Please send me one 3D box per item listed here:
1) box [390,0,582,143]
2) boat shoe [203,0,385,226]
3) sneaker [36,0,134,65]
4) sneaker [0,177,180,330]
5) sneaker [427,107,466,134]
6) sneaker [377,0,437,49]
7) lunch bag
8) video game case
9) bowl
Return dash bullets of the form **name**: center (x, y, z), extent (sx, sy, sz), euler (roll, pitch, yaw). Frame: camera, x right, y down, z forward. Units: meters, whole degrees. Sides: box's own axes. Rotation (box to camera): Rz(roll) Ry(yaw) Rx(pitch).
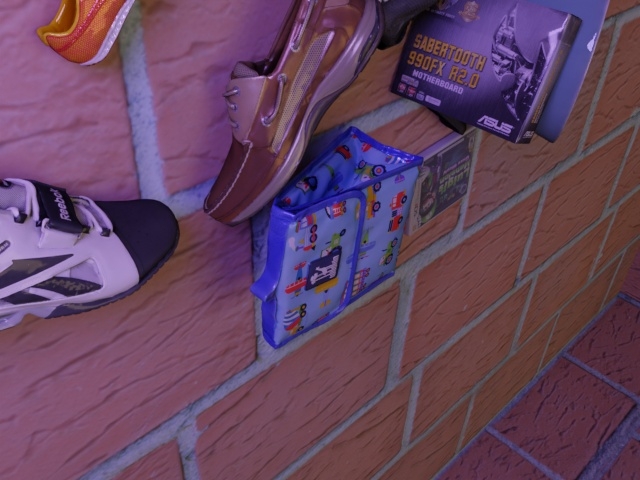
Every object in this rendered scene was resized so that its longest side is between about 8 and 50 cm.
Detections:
- **box**: center (0.232, -0.266, 0.934), extent (0.056, 0.231, 0.183), euler (-11, 126, -50)
- **boat shoe**: center (-0.059, -0.172, 0.771), extent (0.120, 0.122, 0.324), euler (29, 104, -24)
- **sneaker**: center (-0.194, -0.243, 0.572), extent (0.067, 0.064, 0.175), euler (24, 95, -46)
- **sneaker**: center (-0.277, -0.005, 0.608), extent (0.331, 0.122, 0.146), euler (-23, 136, -41)
- **sneaker**: center (0.233, -0.252, 1.110), extent (0.170, 0.051, 0.089), euler (24, 103, -53)
- **sneaker**: center (0.100, -0.319, 0.870), extent (0.234, 0.078, 0.106), euler (-27, 140, -31)
- **lunch bag**: center (0.000, 0.000, 0.901), extent (0.293, 0.138, 0.220), euler (-36, 145, -45)
- **video game case**: center (0.233, -0.119, 1.246), extent (0.190, 0.022, 0.173), euler (-34, 140, -31)
- **bowl**: center (0.344, -0.328, 1.032), extent (0.311, 0.163, 0.311), euler (15, 90, -80)
